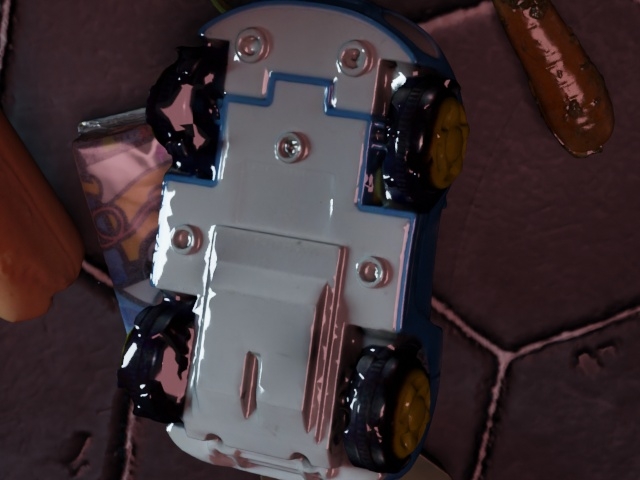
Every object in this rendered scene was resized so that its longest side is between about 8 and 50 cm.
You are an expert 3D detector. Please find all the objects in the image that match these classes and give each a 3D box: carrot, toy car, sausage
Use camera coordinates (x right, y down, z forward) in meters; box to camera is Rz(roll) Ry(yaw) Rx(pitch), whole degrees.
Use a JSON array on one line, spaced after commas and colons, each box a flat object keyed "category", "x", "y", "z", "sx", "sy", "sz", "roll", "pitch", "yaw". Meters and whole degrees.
[{"category": "carrot", "x": 0.131, "y": -0.166, "z": 1.191, "sx": 0.049, "sy": 0.049, "sz": 0.254, "roll": -27, "pitch": 104, "yaw": 5}, {"category": "toy car", "x": 0.000, "y": 0.000, "z": 1.112, "sx": 0.198, "sy": 0.166, "sz": 0.314, "roll": 8, "pitch": 95, "yaw": 24}, {"category": "sausage", "x": -0.235, "y": -0.060, "z": 1.129, "sx": 0.086, "sy": 0.086, "sz": 0.289, "roll": -26, "pitch": 131, "yaw": 4}]

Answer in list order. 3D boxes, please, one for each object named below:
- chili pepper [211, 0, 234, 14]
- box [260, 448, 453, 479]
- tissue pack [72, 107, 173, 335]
[{"category": "chili pepper", "x": -0.117, "y": -0.242, "z": 1.130, "sx": 0.071, "sy": 0.063, "sz": 0.272, "roll": -24, "pitch": 108, "yaw": 29}, {"category": "box", "x": 0.026, "y": 0.168, "z": 1.297, "sx": 0.126, "sy": 0.031, "sz": 0.091, "roll": 36, "pitch": 102, "yaw": -14}, {"category": "tissue pack", "x": -0.090, "y": -0.015, "z": 1.208, "sx": 0.116, "sy": 0.065, "sz": 0.155, "roll": -13, "pitch": 109, "yaw": 1}]
